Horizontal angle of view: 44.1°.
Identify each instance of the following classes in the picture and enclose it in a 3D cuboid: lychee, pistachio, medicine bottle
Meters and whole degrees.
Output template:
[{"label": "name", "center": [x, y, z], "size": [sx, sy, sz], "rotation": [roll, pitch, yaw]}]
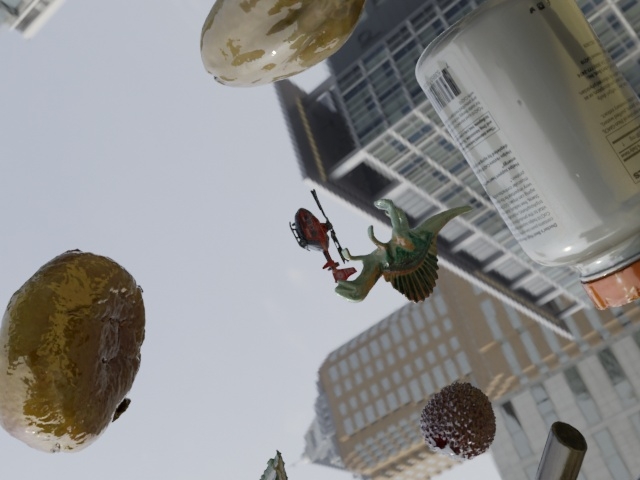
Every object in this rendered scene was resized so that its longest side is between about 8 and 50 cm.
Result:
[{"label": "lychee", "center": [0.219, 0.284, 1.238], "size": [0.123, 0.129, 0.123], "rotation": [23, -152, -13]}, {"label": "pistachio", "center": [-0.040, -0.201, 0.702], "size": [0.108, 0.185, 0.126], "rotation": [35, -143, -35]}, {"label": "medicine bottle", "center": [0.223, -0.082, 0.730], "size": [0.288, 0.157, 0.157], "rotation": [59, -155, 3]}]

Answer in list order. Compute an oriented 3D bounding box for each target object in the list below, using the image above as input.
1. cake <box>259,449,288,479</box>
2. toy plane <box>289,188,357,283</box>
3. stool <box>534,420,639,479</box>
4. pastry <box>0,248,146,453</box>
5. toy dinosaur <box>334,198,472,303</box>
[{"label": "cake", "center": [-0.049, 0.473, 1.183], "size": [0.172, 0.283, 0.158], "rotation": [19, -162, -12]}, {"label": "toy plane", "center": [0.000, 0.000, 1.168], "size": [0.145, 0.060, 0.037], "rotation": [62, -172, 12]}, {"label": "stool", "center": [0.323, 0.360, 0.908], "size": [0.272, 0.178, 0.272], "rotation": [22, -151, -12]}, {"label": "pastry", "center": [-0.415, 0.187, 1.346], "size": [0.164, 0.356, 0.356], "rotation": [10, -156, 11]}, {"label": "toy dinosaur", "center": [0.094, 0.014, 0.824], "size": [0.187, 0.044, 0.106], "rotation": [1, -106, -35]}]
